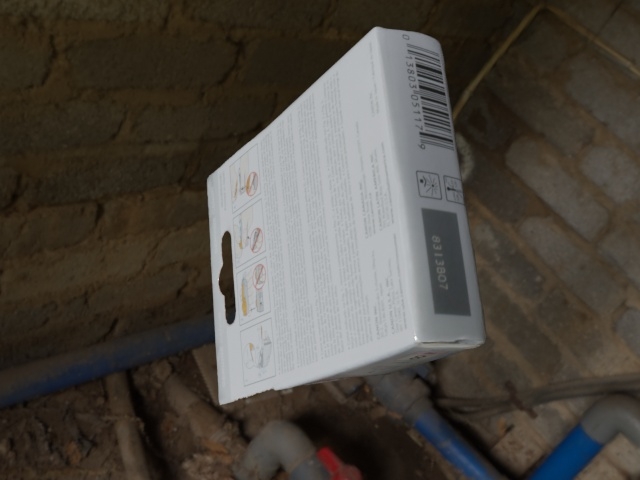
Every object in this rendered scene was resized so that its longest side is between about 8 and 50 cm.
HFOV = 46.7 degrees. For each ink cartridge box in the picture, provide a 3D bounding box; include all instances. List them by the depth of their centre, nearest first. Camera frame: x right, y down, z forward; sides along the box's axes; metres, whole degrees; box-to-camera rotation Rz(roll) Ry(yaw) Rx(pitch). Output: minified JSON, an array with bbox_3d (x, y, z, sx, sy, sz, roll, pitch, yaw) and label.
[{"bbox_3d":[0.000,0.000,0.492,0.066,0.232,0.189,5,69,-29],"label":"ink cartridge box"}]
